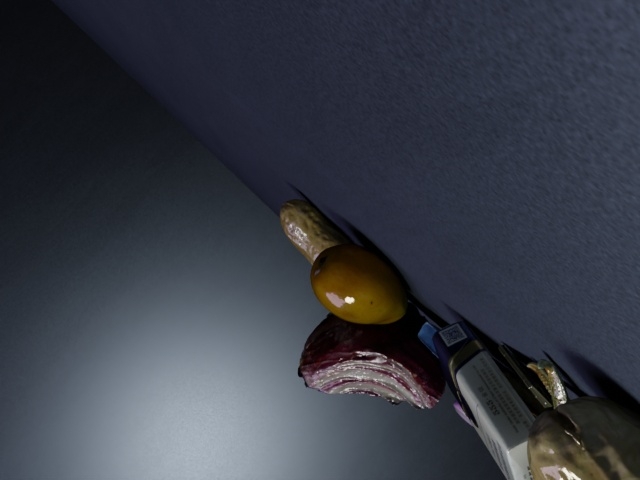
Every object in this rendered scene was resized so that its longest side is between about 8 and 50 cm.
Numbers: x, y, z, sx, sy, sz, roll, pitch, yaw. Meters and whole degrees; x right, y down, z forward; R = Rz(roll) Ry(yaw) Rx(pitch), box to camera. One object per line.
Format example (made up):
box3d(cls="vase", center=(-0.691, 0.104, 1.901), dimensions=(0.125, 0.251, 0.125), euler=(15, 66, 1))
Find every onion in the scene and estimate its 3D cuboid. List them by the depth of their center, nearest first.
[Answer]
box3d(cls="onion", center=(0.111, 0.198, 1.621), dimensions=(0.280, 0.314, 0.146), euler=(-80, -11, -47))

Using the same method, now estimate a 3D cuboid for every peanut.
box3d(cls="peanut", center=(0.354, 0.289, 0.850), dimensions=(0.313, 0.149, 0.149), euler=(39, 177, -5))
box3d(cls="peanut", center=(0.000, 0.000, 1.659), dimensions=(0.226, 0.095, 0.108), euler=(47, 160, -4))

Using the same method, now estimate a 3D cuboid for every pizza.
box3d(cls="pizza", center=(0.348, 0.260, 1.295), dimensions=(0.099, 0.036, 0.160), euler=(45, 175, -24))

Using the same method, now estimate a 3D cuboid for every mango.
box3d(cls="mango", center=(0.073, 0.087, 1.487), dimensions=(0.175, 0.139, 0.254), euler=(40, -178, 23))

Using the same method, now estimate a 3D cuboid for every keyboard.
box3d(cls="keyboard", center=(0.294, 0.193, 1.117), dimensions=(0.049, 0.015, 0.129), euler=(49, -174, -18))

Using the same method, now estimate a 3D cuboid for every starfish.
box3d(cls="starfish", center=(0.330, 0.217, 1.011), dimensions=(0.208, 0.053, 0.176), euler=(54, 180, -39))

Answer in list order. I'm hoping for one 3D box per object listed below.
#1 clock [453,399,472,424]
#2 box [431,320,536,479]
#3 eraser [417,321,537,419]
box3d(cls="clock", center=(0.434, 0.424, 1.644), dimensions=(0.295, 0.113, 0.322), euler=(41, 177, 26))
box3d(cls="box", center=(0.276, 0.269, 1.249), dimensions=(0.259, 0.071, 0.168), euler=(58, 174, 50))
box3d(cls="eraser", center=(0.312, 0.272, 1.469), dimensions=(0.144, 0.042, 0.312), euler=(34, -173, -37))
